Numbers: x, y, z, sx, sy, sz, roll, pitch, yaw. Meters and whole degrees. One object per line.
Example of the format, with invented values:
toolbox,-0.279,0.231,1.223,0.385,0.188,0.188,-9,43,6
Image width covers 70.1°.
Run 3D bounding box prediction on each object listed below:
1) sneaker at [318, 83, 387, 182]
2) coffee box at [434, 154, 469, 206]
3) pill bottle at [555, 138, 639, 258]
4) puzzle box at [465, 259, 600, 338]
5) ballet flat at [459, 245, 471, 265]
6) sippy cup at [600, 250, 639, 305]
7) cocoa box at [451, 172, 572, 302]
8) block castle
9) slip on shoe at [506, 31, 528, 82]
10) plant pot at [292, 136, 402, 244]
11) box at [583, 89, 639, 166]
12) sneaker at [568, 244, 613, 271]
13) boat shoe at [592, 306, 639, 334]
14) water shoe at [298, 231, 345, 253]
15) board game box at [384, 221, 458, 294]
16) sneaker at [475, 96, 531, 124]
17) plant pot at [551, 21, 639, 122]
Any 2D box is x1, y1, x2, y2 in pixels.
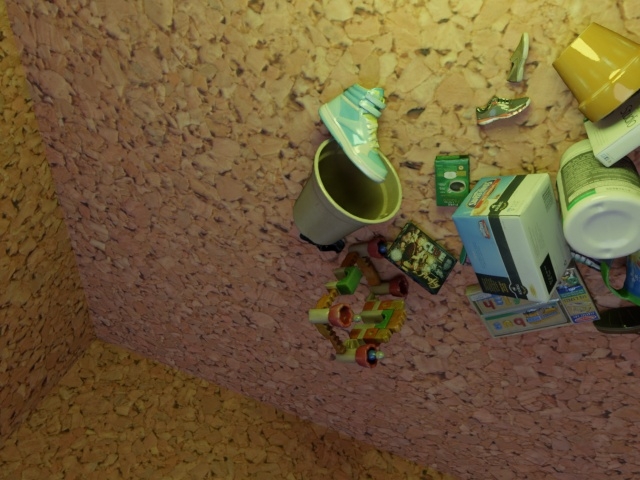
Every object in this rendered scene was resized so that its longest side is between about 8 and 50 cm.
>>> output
sneaker,0.156,-0.354,1.435,0.208,0.127,0.319,-38,86,19
coffee box,0.450,-0.201,1.557,0.113,0.040,0.184,1,127,22
pill bottle,0.772,-0.132,1.266,0.204,0.361,0.204,11,131,14
puzzle box,0.808,0.239,1.758,0.409,0.052,0.272,-22,117,34
ballet flat,0.560,0.007,1.667,0.079,0.077,0.221,-5,132,3
sippy cup,1.063,0.063,1.413,0.240,0.306,0.224,25,140,66
cocoa box,0.622,-0.010,1.475,0.228,0.231,0.347,4,132,50
block castle,0.180,0.233,1.743,0.213,0.453,0.303,-10,122,38
slip on shoe,0.548,-0.506,1.268,0.041,0.051,0.135,6,136,15
plant pot,0.060,-0.144,1.606,0.334,0.333,0.305,37,143,-9
box,0.834,-0.356,1.148,0.058,0.232,0.322,37,131,-10
sneaker,0.886,0.022,1.556,0.224,0.083,0.098,28,97,12
boat shoe,1.154,0.301,1.627,0.307,0.110,0.104,-15,119,31
water shoe,0.000,0.000,1.874,0.203,0.080,0.073,10,129,14
board game box,0.381,0.068,1.725,0.243,0.165,0.042,37,168,-9
sneaker,0.536,-0.398,1.353,0.158,0.061,0.065,-17,113,31
plant pot,0.713,-0.443,1.166,0.188,0.205,0.205,44,131,5
